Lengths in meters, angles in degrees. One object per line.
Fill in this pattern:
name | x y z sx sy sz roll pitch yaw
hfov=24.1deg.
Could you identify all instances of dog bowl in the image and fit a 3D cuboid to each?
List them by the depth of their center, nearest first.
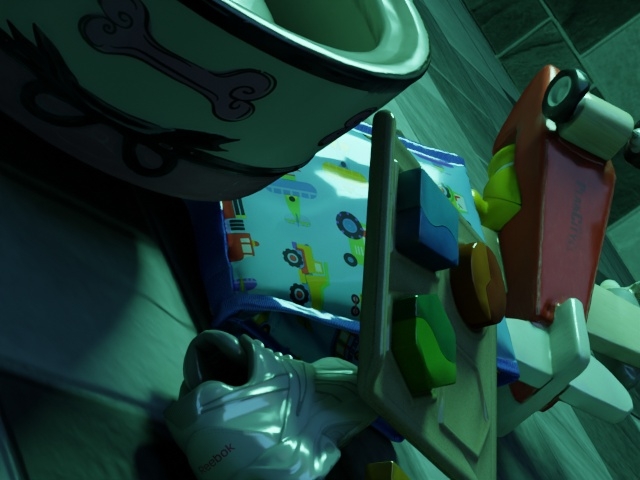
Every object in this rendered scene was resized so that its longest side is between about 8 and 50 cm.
dog bowl | -0.127 -0.192 1.001 0.408 0.150 0.408 33 24 -17

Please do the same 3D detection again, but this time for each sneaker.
sneaker | -0.031 0.097 0.944 0.115 0.090 0.232 52 14 1

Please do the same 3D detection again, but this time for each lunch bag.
lunch bag | 0.000 0.000 1.169 0.293 0.138 0.221 27 40 -42

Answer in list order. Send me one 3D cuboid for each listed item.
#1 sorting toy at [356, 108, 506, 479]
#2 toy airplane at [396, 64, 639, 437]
sorting toy | 0.083 0.092 1.005 0.229 0.041 0.307 51 36 -48
toy airplane | 0.212 0.035 1.593 0.384 0.272 0.386 -25 88 -37
